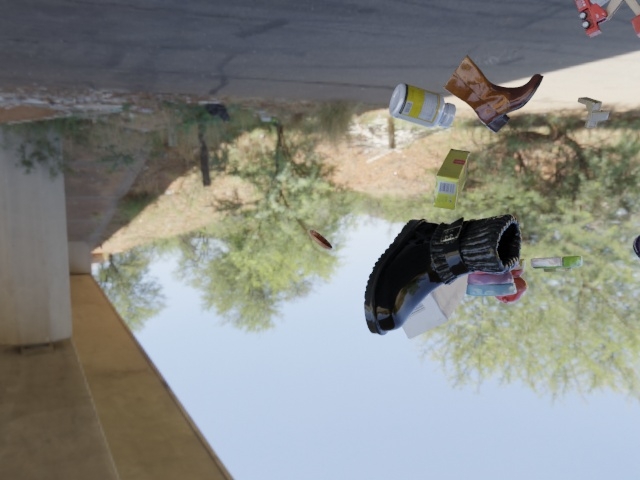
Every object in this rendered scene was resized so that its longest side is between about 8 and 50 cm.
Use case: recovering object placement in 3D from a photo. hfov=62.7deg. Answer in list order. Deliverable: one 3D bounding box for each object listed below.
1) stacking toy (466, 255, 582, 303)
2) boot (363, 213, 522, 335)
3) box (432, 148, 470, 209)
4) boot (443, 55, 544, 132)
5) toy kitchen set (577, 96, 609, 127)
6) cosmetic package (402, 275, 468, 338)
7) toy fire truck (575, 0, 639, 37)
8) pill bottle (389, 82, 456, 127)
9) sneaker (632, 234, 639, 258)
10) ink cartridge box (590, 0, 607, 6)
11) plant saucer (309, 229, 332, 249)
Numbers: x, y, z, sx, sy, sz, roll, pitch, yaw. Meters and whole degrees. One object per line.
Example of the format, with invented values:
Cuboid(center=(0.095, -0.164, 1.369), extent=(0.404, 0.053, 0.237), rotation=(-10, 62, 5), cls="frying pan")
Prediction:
Cuboid(center=(0.561, 0.115, 1.448), extent=(0.279, 0.131, 0.308), rotation=(-6, 177, 38), cls="stacking toy")
Cuboid(center=(0.262, 0.066, 1.118), extent=(0.260, 0.131, 0.348), rotation=(3, -134, 39), cls="boot")
Cuboid(center=(0.339, -0.162, 1.349), extent=(0.058, 0.088, 0.232), rotation=(11, -152, 19), cls="box")
Cuboid(center=(0.641, -0.585, 1.952), extent=(0.264, 0.280, 0.096), rotation=(-47, 178, 40), cls="boot")
Cuboid(center=(0.887, -0.420, 1.717), extent=(0.068, 0.083, 0.075), rotation=(-8, -151, -14), cls="toy kitchen set")
Cuboid(center=(0.353, 0.130, 1.731), extent=(0.156, 0.217, 0.385), rotation=(-34, 178, 32), cls="cosmetic package")
Cuboid(center=(0.719, -0.580, 1.307), extent=(0.135, 0.192, 0.047), rotation=(-20, 176, 38), cls="toy fire truck")
Cuboid(center=(0.307, -0.399, 1.578), extent=(0.184, 0.103, 0.103), rotation=(13, -177, -13), cls="pill bottle")
Cuboid(center=(0.995, -0.013, 1.550), extent=(0.083, 0.098, 0.223), rotation=(40, -134, 11), cls="sneaker")
Cuboid(center=(0.873, -0.830, 1.681), extent=(0.135, 0.099, 0.056), rotation=(31, 157, -11), cls="ink cartridge box")
Cuboid(center=(0.000, 0.000, 1.522), extent=(0.083, 0.013, 0.083), rotation=(38, -168, -10), cls="plant saucer")
